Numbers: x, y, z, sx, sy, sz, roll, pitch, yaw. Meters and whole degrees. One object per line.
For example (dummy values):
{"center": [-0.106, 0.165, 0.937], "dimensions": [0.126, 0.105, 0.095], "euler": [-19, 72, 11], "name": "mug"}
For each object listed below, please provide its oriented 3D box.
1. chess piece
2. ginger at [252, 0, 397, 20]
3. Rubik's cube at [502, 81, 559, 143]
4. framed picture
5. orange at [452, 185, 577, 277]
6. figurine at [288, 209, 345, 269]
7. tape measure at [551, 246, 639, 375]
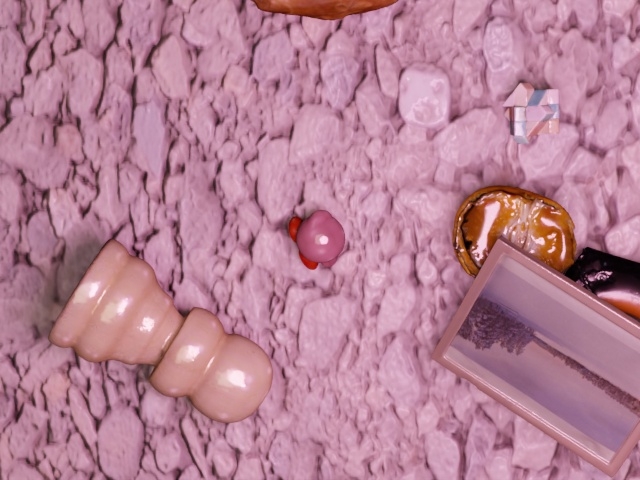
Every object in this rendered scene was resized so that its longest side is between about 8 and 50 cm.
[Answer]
{"center": [-0.207, 0.144, 1.870], "dimensions": [0.300, 0.167, 0.167], "euler": [33, 98, -4], "name": "chess piece"}
{"center": [-0.033, -0.381, 1.784], "dimensions": [0.321, 0.165, 0.172], "euler": [19, 54, 3], "name": "ginger"}
{"center": [0.279, -0.171, 1.824], "dimensions": [0.073, 0.084, 0.075], "euler": [-2, 80, 1], "name": "Rubik's cube"}
{"center": [0.309, 0.152, 1.776], "dimensions": [0.289, 0.016, 0.213], "euler": [33, 121, 12], "name": "framed picture"}
{"center": [0.257, -0.007, 1.829], "dimensions": [0.160, 0.112, 0.170], "euler": [-21, 117, 5], "name": "orange"}
{"center": [0.000, 0.000, 1.874], "dimensions": [0.071, 0.067, 0.083], "euler": [-18, 112, 27], "name": "figurine"}
{"center": [0.394, 0.127, 1.818], "dimensions": [0.202, 0.135, 0.223], "euler": [16, 103, 7], "name": "tape measure"}
